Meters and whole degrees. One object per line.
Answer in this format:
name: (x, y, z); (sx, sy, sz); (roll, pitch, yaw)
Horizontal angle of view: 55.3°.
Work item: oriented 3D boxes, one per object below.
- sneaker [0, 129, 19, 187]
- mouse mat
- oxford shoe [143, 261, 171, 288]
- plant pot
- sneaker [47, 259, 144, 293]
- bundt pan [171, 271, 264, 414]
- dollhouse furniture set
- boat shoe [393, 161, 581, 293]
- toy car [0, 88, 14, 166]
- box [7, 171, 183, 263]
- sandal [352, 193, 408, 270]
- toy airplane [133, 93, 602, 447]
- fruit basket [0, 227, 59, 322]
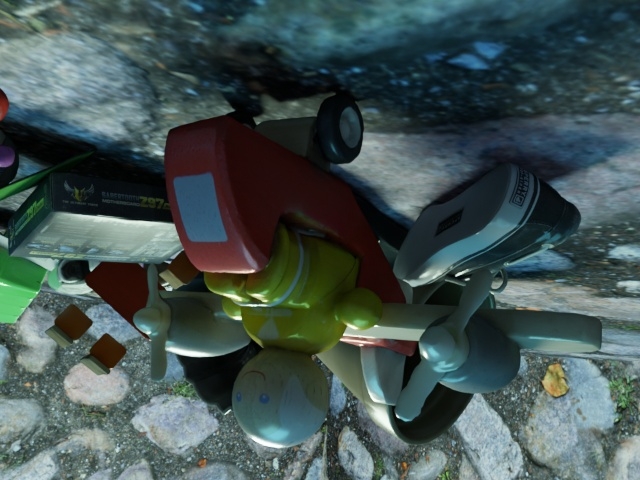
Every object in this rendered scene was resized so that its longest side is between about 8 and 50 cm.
sneaker: (-0.524, -0.103, 0.744); (0.297, 0.111, 0.129); (13, 171, -16)
mouse mat: (-0.382, -0.065, 0.762); (0.190, 0.007, 0.153); (-34, -166, -35)
oxford shoe: (-0.453, 0.071, 1.461); (0.227, 0.082, 0.096); (7, 162, -1)
plant pot: (0.126, 0.170, 1.153); (0.280, 0.323, 0.323); (20, 178, 43)
sneaker: (-0.527, 0.054, 1.329); (0.305, 0.114, 0.152); (-14, 173, 36)
bundt pan: (-0.150, 0.160, 1.193); (0.331, 0.330, 0.124); (-5, 180, 42)
dollhouse furniture set: (-0.346, 0.052, 1.007); (0.259, 0.262, 0.135); (46, 152, -14)
boat shoe: (0.185, 0.002, 0.735); (0.105, 0.113, 0.306); (25, 154, -9)
toy car: (-0.339, -0.090, 0.537); (0.136, 0.181, 0.159); (0, -176, 9)
box: (-0.294, -0.022, 0.867); (0.233, 0.059, 0.183); (6, 157, -40)
sandal: (0.003, 0.000, 0.841); (0.168, 0.107, 0.446); (-4, 162, 40)
toy airplane: (0.002, 0.081, 0.609); (0.385, 0.272, 0.386); (25, 148, -5)
fruit basket: (-0.758, 0.025, 1.271); (0.353, 0.165, 0.327); (32, 135, -22)
